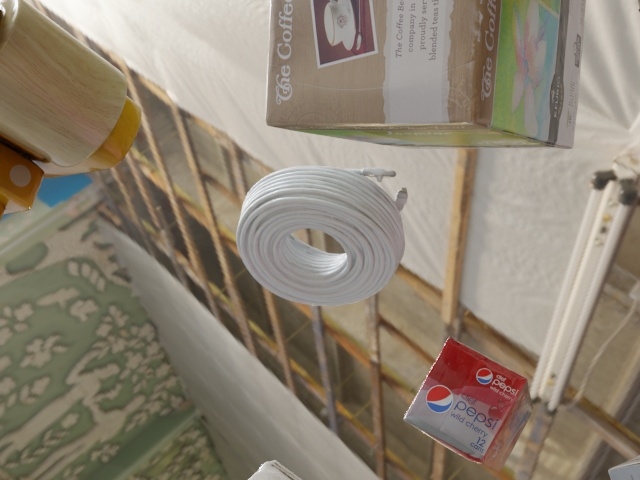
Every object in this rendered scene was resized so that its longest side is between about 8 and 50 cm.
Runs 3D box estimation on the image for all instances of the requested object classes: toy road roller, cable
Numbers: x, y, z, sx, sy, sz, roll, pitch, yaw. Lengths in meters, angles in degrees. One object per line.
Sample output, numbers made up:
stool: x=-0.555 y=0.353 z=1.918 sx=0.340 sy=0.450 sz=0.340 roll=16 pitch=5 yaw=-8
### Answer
toy road roller: x=-0.367 y=-0.085 z=0.768 sx=0.329 sy=0.241 sz=0.202 roll=-5 pitch=-27 yaw=39
cable: x=0.000 y=0.000 z=1.153 sx=0.257 sy=0.089 sz=0.257 roll=6 pitch=-45 yaw=8

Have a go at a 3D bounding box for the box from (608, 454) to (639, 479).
box: x=0.311 y=0.258 z=0.659 sx=0.038 sy=0.186 sz=0.145 roll=-23 pitch=-109 yaw=30

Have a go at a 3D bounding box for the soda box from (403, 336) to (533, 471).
soda box: x=0.166 y=0.181 z=0.799 sx=0.083 sy=0.092 sz=0.263 roll=28 pitch=-8 yaw=23

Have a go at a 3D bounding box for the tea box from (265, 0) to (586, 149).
tea box: x=0.124 y=-0.264 z=0.769 sx=0.219 sy=0.323 sz=0.329 roll=5 pitch=-84 yaw=33

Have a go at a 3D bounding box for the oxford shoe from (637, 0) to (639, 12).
oxford shoe: x=0.350 y=-0.259 z=0.719 sx=0.348 sy=0.130 sz=0.123 roll=53 pitch=-13 yaw=9

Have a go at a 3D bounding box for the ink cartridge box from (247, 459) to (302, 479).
ink cartridge box: x=-0.070 y=0.304 z=0.544 sx=0.117 sy=0.207 sz=0.283 roll=35 pitch=-31 yaw=7
